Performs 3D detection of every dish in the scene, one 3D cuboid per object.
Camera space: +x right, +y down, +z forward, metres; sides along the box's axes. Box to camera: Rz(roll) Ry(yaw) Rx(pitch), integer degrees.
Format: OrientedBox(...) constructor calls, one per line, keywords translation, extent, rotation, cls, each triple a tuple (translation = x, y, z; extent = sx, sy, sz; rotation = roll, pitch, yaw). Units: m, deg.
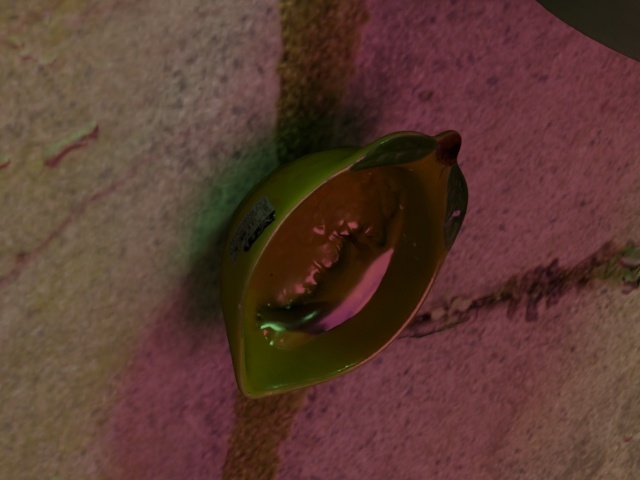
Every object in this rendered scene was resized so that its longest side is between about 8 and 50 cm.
OrientedBox(translation=(0.000, 0.000, 1.243), extent=(0.207, 0.080, 0.149), rotation=(-50, 136, -2), cls="dish")

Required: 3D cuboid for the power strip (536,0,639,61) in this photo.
OrientedBox(translation=(0.292, -0.211, 1.171), extent=(0.357, 0.357, 0.161), rotation=(-13, 127, -38), cls="power strip")
